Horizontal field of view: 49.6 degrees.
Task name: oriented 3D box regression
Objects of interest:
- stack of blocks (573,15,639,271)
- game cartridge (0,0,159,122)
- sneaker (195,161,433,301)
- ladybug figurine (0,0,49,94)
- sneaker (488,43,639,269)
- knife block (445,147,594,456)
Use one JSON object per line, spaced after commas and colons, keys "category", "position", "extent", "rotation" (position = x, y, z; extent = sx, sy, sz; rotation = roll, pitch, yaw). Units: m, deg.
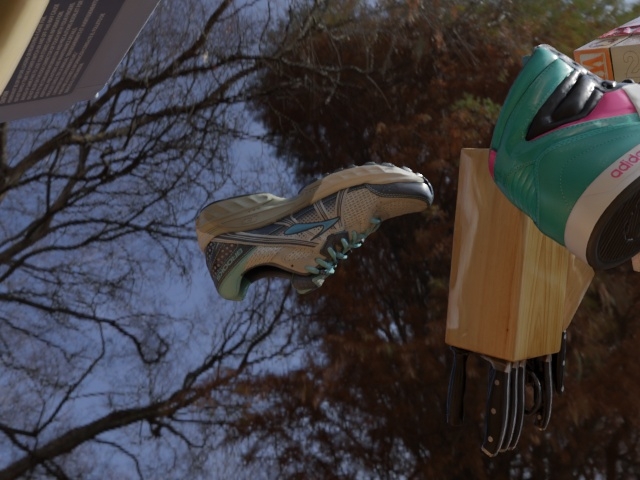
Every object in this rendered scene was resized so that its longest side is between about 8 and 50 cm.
{"category": "stack of blocks", "position": [0.405, -0.106, 0.805], "extent": [0.171, 0.087, 0.297], "rotation": [-31, -66, -28]}
{"category": "game cartridge", "position": [-0.249, -0.175, 0.573], "extent": [0.198, 0.062, 0.297], "rotation": [-16, -5, -36]}
{"category": "sneaker", "position": [0.000, 0.000, 0.813], "extent": [0.283, 0.122, 0.110], "rotation": [-15, -21, 5]}
{"category": "ladybug figurine", "position": [-0.252, -0.123, 0.273], "extent": [0.162, 0.305, 0.449], "rotation": [34, -90, 5]}
{"category": "sneaker", "position": [0.250, -0.102, 0.572], "extent": [0.295, 0.178, 0.124], "rotation": [-28, -44, -24]}
{"category": "knife block", "position": [0.186, 0.073, 0.727], "extent": [0.242, 0.088, 0.276], "rotation": [-52, -52, -25]}
